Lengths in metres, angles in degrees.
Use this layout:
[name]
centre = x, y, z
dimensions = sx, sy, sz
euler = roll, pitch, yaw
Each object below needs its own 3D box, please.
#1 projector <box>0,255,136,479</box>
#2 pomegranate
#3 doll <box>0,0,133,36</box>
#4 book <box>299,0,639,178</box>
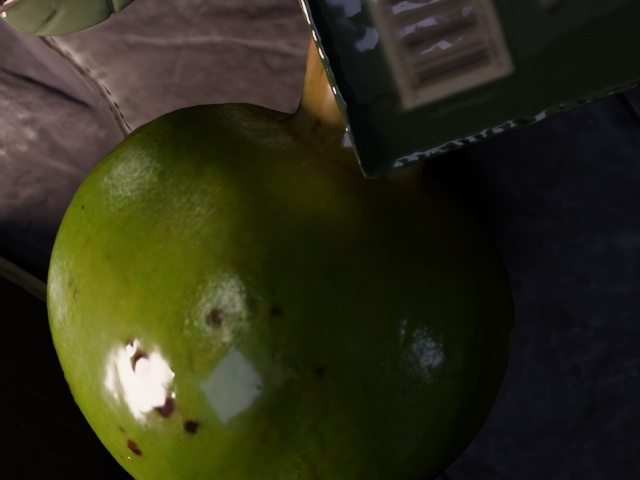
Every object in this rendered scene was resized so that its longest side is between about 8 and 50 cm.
[projector]
centre = -0.223, 0.187, 1.014
dimensions = 0.248, 0.248, 0.249
euler = 31, 127, 3
[pomegranate]
centre = 0.000, 0.000, 0.860
dimensions = 0.236, 0.236, 0.302
euler = 28, 107, -2
[doll]
centre = -0.211, -0.196, 0.833
dimensions = 0.268, 0.216, 0.284
euler = -38, 125, 8
[book]
centre = 0.150, -0.199, 0.703
dimensions = 0.370, 0.043, 0.260
euler = -19, 115, 4
